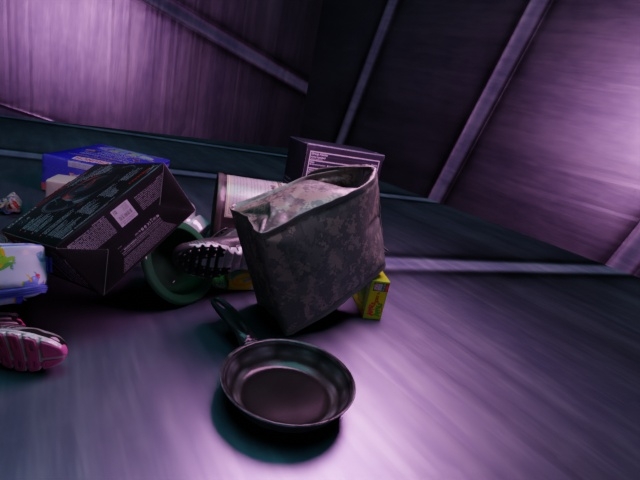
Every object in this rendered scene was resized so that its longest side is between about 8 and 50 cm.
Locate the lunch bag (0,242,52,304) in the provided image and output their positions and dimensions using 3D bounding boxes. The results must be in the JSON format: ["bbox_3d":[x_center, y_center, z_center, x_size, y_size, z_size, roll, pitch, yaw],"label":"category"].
[{"bbox_3d":[-0.502,0.055,0.610,0.175,0.090,0.218,-6,-2,-42],"label":"lunch bag"}]

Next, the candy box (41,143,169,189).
[{"bbox_3d":[-0.697,-0.226,1.399,0.267,0.122,0.317,13,17,-1],"label":"candy box"}]

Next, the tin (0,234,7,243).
[{"bbox_3d":[-0.719,0.008,0.817,0.189,0.040,0.106,11,14,-2],"label":"tin"}]

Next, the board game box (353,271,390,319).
[{"bbox_3d":[0.105,0.097,0.974,0.043,0.092,0.181,7,19,-12],"label":"board game box"}]

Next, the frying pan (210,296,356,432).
[{"bbox_3d":[-0.103,0.188,0.635,0.325,0.053,0.197,18,19,24],"label":"frying pan"}]

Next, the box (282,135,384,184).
[{"bbox_3d":[0.031,-0.190,1.470,0.295,0.295,0.182,3,20,-26],"label":"box"}]

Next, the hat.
[{"bbox_3d":[-0.343,0.062,0.875,0.183,0.173,0.208,-20,9,27],"label":"hat"}]

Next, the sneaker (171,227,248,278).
[{"bbox_3d":[-0.205,0.020,0.878,0.234,0.078,0.106,-3,29,-41],"label":"sneaker"}]

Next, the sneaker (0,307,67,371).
[{"bbox_3d":[-0.429,0.130,0.582,0.170,0.063,0.075,7,24,0],"label":"sneaker"}]

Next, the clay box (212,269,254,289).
[{"bbox_3d":[-0.144,0.065,0.978,0.221,0.053,0.127,4,21,-24],"label":"clay box"}]

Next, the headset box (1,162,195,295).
[{"bbox_3d":[-0.410,-0.038,0.762,0.293,0.110,0.218,7,46,38],"label":"headset box"}]

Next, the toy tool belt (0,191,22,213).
[{"bbox_3d":[-0.788,-0.087,1.056,0.051,0.052,0.083,-30,31,-17],"label":"toy tool belt"}]

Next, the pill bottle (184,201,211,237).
[{"bbox_3d":[-0.385,-0.072,1.022,0.221,0.121,0.121,40,19,-3],"label":"pill bottle"}]

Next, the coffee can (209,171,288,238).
[{"bbox_3d":[-0.145,-0.060,1.113,0.274,0.202,0.201,6,19,-17],"label":"coffee can"}]

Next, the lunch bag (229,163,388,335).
[{"bbox_3d":[0.000,0.000,0.822,0.286,0.236,0.169,-25,34,-22],"label":"lunch bag"}]

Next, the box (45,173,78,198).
[{"bbox_3d":[-0.562,-0.097,1.114,0.274,0.113,0.094,8,18,-15],"label":"box"}]
